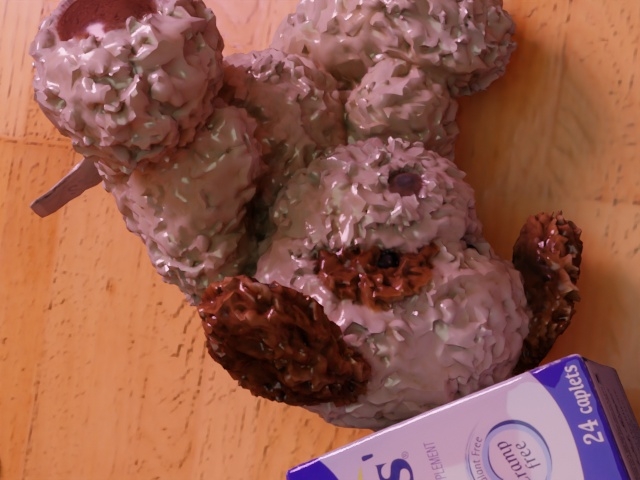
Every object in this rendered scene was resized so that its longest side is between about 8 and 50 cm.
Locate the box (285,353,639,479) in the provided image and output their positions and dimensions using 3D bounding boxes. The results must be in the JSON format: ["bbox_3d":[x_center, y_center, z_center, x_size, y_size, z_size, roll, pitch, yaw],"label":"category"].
[{"bbox_3d":[0.075,0.130,0.665,0.137,0.072,0.126,-25,73,16],"label":"box"}]

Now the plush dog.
[{"bbox_3d":[0.000,0.000,0.776,0.225,0.262,0.210,51,136,33],"label":"plush dog"}]
